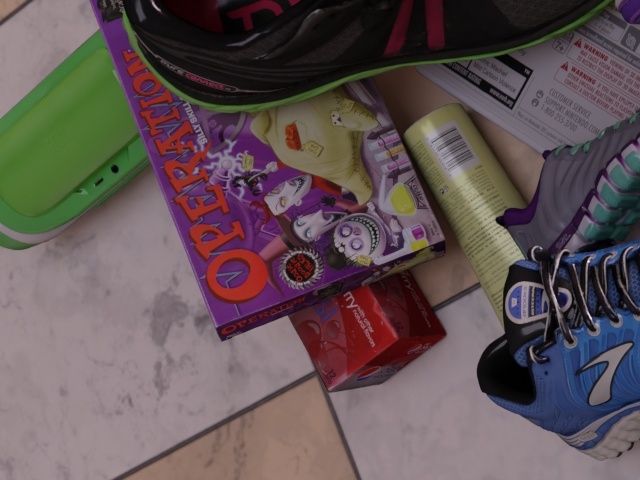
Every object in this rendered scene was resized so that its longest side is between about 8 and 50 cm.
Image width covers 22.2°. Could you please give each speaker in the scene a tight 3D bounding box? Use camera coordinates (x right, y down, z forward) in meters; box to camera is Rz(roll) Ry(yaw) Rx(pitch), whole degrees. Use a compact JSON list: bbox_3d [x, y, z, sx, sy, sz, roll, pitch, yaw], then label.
[{"bbox_3d":[-0.223,-0.112,1.581,0.296,0.131,0.131,-36,70,28],"label":"speaker"}]

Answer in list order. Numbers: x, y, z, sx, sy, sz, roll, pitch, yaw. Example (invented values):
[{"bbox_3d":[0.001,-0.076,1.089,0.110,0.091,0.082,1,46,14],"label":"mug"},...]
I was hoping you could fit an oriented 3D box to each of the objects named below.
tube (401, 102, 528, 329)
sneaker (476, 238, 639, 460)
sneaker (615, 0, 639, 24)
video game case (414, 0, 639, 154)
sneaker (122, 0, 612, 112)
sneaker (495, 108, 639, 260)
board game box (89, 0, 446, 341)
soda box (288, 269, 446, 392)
[{"bbox_3d":[0.151,-0.001,1.369,0.240,0.062,0.070,60,160,15],"label":"tube"},{"bbox_3d":[0.213,0.062,1.183,0.330,0.147,0.130,126,157,-54],"label":"sneaker"},{"bbox_3d":[0.301,-0.179,1.219,0.170,0.068,0.071,-4,92,34],"label":"sneaker"},{"bbox_3d":[0.266,-0.189,1.305,0.329,0.036,0.300,38,109,30],"label":"video game case"},{"bbox_3d":[0.064,-0.229,1.267,0.483,0.202,0.185,-22,74,13],"label":"sneaker"},{"bbox_3d":[0.221,-0.064,1.263,0.224,0.083,0.098,-52,58,23],"label":"sneaker"},{"bbox_3d":[-0.052,-0.107,1.408,0.208,0.056,0.347,-23,70,-1],"label":"board game box"},{"bbox_3d":[0.000,0.000,1.451,0.092,0.083,0.263,-39,69,28],"label":"soda box"}]
